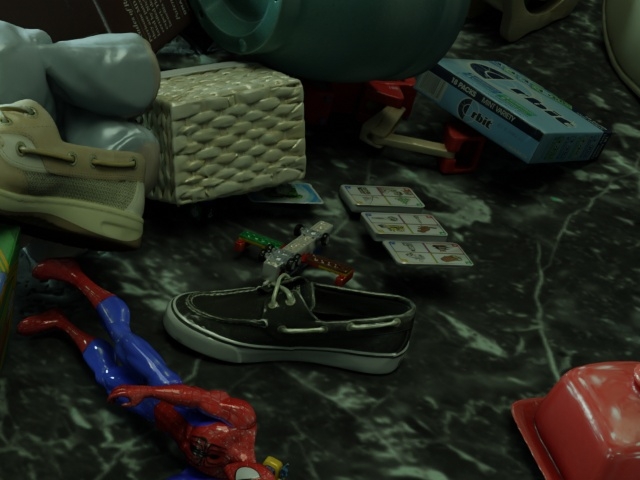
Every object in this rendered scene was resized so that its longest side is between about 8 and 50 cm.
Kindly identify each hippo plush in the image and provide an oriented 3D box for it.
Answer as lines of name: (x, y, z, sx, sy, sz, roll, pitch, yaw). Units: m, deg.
hippo plush: (-0.313, -0.106, 1.553, 0.294, 0.234, 0.236, 17, -3, -38)

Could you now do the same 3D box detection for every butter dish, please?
butter dish: (0.264, 0.153, 1.446, 0.160, 0.118, 0.160, -1, 37, -21)

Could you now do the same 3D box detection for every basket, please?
basket: (-0.103, -0.103, 1.641, 0.167, 0.113, 0.103, -14, 20, -36)

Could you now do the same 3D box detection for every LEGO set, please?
LEGO set: (0.000, 0.000, 1.643, 0.244, 0.060, 0.182, 2, 25, -21)

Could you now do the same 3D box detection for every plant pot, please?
plant pot: (-0.016, -0.287, 1.715, 0.196, 0.293, 0.293, -17, 46, -36)

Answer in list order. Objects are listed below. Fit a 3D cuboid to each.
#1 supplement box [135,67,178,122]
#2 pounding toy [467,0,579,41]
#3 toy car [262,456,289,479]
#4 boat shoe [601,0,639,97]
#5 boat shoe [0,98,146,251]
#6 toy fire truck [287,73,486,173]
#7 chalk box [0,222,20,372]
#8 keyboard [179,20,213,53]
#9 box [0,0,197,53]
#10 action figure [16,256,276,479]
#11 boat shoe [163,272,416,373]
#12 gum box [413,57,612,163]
supplement box: (-0.167, -0.125, 1.721, 0.083, 0.056, 0.083, -10, 41, -31)
pounding toy: (0.215, -0.346, 2.087, 0.155, 0.154, 0.269, 34, 39, 25)
toy car: (-0.018, 0.214, 1.323, 0.122, 0.040, 0.060, 36, 40, 26)
boat shoe: (0.425, -0.212, 2.020, 0.096, 0.116, 0.324, 5, 40, -22)
boat shoe: (-0.257, -0.064, 1.381, 0.109, 0.098, 0.302, 2, -10, 41)
toy fire truck: (0.066, -0.131, 1.825, 0.192, 0.047, 0.135, 3, 36, -18)
chalk box: (-0.313, 0.088, 1.309, 0.132, 0.132, 0.213, 10, 36, -6)
keyboard: (-0.092, -0.289, 1.887, 0.108, 0.180, 0.023, 40, 0, -39)
box: (-0.242, -0.258, 1.731, 0.168, 0.167, 0.203, -12, 23, 31)
action figure: (-0.158, 0.127, 1.350, 0.280, 0.091, 0.139, 35, 33, 27)
boat shoe: (-0.026, 0.062, 1.504, 0.219, 0.070, 0.078, 6, 36, -13)
gum box: (0.209, -0.140, 1.845, 0.157, 0.041, 0.184, 36, 21, 24)
